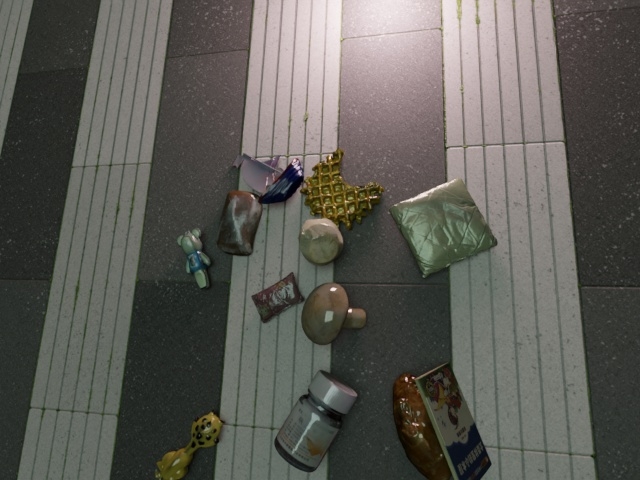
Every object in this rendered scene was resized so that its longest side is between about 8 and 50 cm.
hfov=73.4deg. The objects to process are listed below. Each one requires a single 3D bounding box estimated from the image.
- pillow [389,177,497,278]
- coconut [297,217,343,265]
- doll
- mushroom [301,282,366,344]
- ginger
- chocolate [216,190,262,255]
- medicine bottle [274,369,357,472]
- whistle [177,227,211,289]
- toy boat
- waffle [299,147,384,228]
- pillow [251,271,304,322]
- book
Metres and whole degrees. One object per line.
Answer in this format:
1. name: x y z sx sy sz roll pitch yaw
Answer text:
1. pillow: 0.415 -0.047 1.472 0.280 0.076 0.275 -25 76 0
2. coconut: -0.002 -0.002 1.509 0.160 0.162 0.161 -4 113 -9
3. doll: -0.445 0.715 1.474 0.117 0.086 0.291 40 86 22
4. mushroom: 0.033 0.245 1.447 0.206 0.209 0.207 -7 79 41
5. ginger: 0.312 0.565 1.300 0.165 0.172 0.322 -23 74 12
6. chocolate: -0.318 -0.074 1.631 0.156 0.080 0.254 9 79 14
7. medicine bottle: -0.014 0.571 1.371 0.165 0.165 0.274 31 86 17
8. whistle: -0.471 0.072 1.638 0.113 0.077 0.236 -25 79 15
9. toy boat: -0.220 -0.241 1.647 0.317 0.072 0.219 9 67 16
10. waffle: 0.064 -0.181 1.582 0.293 0.069 0.260 42 87 19
11. pillow: -0.153 0.207 1.552 0.184 0.043 0.118 -29 79 8
12. book: 0.399 0.540 1.271 0.018 0.228 0.323 -33 70 35
